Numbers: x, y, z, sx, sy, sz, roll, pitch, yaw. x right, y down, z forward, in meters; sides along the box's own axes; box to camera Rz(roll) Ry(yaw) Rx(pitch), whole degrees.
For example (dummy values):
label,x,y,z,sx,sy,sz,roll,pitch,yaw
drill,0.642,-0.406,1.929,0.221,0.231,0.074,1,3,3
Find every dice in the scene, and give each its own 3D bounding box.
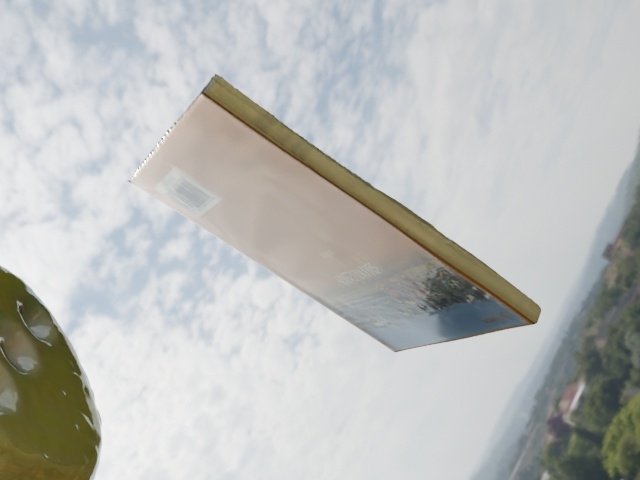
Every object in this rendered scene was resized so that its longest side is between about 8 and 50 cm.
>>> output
label,x,y,z,sx,sy,sz,roll,pitch,yaw
dice,-0.250,0.113,0.512,0.169,0.166,0.169,-30,-28,4

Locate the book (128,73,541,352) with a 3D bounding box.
label,x,y,z,sx,sy,sz,roll,pitch,yaw
book,0.000,0.000,0.838,0.262,0.373,0.028,-28,32,60
